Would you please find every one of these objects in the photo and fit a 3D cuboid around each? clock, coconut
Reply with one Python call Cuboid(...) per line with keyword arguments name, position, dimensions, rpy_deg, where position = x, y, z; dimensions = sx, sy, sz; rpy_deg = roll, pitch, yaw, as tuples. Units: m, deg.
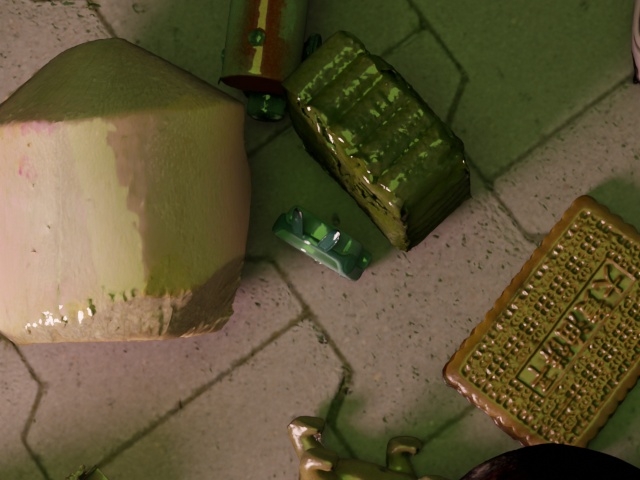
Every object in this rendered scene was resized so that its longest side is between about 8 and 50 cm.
Cuboid(name="clock", position=(0.000, 0.000, 1.928), dimensions=(0.101, 0.135, 0.041), rpy_deg=(31, 88, 9))
Cuboid(name="coconut", position=(-0.212, -0.051, 1.896), dimensions=(0.297, 0.297, 0.309), rpy_deg=(-2, 89, 8))

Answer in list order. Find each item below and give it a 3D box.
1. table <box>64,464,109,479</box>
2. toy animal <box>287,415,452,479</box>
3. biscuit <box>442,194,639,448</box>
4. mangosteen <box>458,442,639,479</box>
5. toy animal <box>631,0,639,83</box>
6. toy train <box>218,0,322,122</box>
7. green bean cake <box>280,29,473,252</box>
Cuboid(name="table", position=(-0.253, 0.292, 1.968), dimensions=(0.083, 0.062, 0.079), rpy_deg=(-44, 81, 1))
Cuboid(name="toy animal", position=(0.061, 0.262, 1.922), dimensions=(0.219, 0.103, 0.101), rpy_deg=(11, 108, 7))
Cuboid(name="biscuit", position=(0.263, 0.095, 1.934), dimensions=(0.172, 0.029, 0.254), rpy_deg=(37, 90, 10))
Cuboid(name="mangosteen", position=(0.243, 0.349, 1.777), dimensions=(0.313, 0.297, 0.297), rpy_deg=(40, 90, -27))
Cuboid(name="toy animal", position=(0.423, -0.236, 1.878), dimensions=(0.235, 0.165, 0.187), rpy_deg=(-49, 58, 0))
Cuboid(name="toy train", position=(-0.045, -0.272, 1.944), dimensions=(0.116, 0.177, 0.285), rpy_deg=(7, 84, 8))
Cuboid(name="green bean cake", position=(0.058, -0.100, 1.894), dimensions=(0.113, 0.214, 0.200), rpy_deg=(-41, 80, -4))
